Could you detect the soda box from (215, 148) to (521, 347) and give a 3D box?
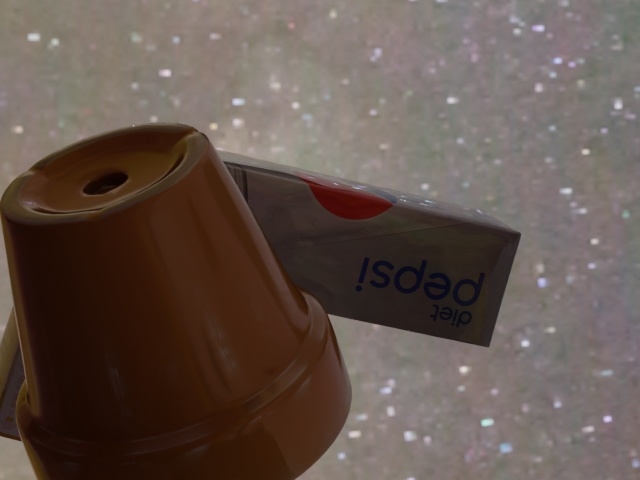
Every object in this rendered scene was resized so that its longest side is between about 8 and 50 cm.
[{"bbox_3d":[0.000,0.000,1.133,0.091,0.286,0.098,-132,-124,-73],"label":"soda box"}]

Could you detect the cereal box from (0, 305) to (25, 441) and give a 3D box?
[{"bbox_3d":[-0.247,0.049,1.340,0.173,0.047,0.240,-162,-91,-75],"label":"cereal box"}]

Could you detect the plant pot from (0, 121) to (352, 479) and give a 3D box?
[{"bbox_3d":[-0.102,0.039,0.895,0.205,0.205,0.188,27,-41,55],"label":"plant pot"}]
